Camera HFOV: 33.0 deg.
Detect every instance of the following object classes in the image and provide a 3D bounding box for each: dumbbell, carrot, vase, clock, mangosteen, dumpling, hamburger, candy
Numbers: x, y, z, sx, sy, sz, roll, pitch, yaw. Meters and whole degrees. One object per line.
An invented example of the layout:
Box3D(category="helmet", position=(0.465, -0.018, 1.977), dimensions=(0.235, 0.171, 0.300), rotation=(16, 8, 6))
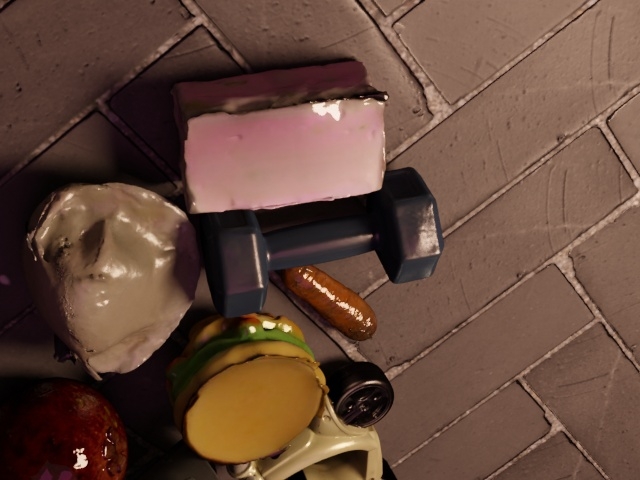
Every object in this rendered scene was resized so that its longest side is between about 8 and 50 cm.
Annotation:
Box3D(category="dumbbell", position=(0.000, 0.001, 1.443), dimensions=(0.316, 0.143, 0.156), rotation=(-11, 97, -10))
Box3D(category="carrot", position=(0.013, 0.082, 1.564), dimensions=(0.060, 0.060, 0.186), rotation=(-42, 119, 12))
Box3D(category="vase", position=(-0.256, 0.415, 1.537), dimensions=(0.301, 0.156, 0.251), rotation=(-33, 166, -17))
Box3D(category="clock", position=(0.001, 0.373, 1.715), dimensions=(0.276, 0.120, 0.379), rotation=(-20, 127, -11))
Box3D(category="mangosteen", position=(-0.396, 0.300, 1.497), dimensions=(0.258, 0.215, 0.215), rotation=(-10, 127, 15))
Box3D(category="dumpling", position=(-0.282, 0.039, 1.403), dimensions=(0.204, 0.163, 0.293), rotation=(-40, 132, -33))
Box3D(category="hamburger", position=(-0.115, 0.193, 1.541), dimensions=(0.237, 0.149, 0.237), rotation=(-13, 132, -15))
Box3D(category="candy", position=(-0.051, -0.128, 1.368), dimensions=(0.265, 0.116, 0.155), rotation=(-10, 125, -12))

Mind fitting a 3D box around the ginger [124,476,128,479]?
Box3D(category="ginger", position=(-0.362, 0.569, 1.660), dimensions=(0.363, 0.122, 0.348), rotation=(-29, 105, -17))
